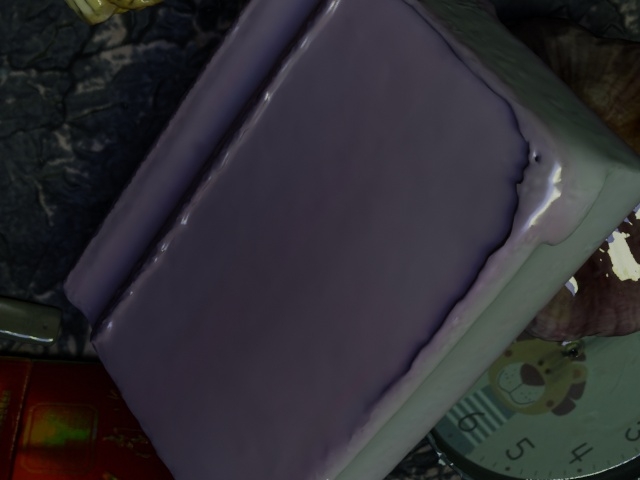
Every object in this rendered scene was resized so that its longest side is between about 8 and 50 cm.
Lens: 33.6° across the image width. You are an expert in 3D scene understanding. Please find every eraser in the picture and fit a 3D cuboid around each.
[{"bbox_3d":[0.000,0.000,0.709,0.122,0.272,0.359,0,136,-51],"label":"eraser"}]

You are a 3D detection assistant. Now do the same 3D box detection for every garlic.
[{"bbox_3d":[0.174,-0.050,0.756,0.244,0.160,0.245,-1,75,3],"label":"garlic"}]

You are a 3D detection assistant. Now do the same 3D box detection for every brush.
[{"bbox_3d":[-0.305,0.054,0.849,0.190,0.027,0.034,12,76,-19],"label":"brush"}]

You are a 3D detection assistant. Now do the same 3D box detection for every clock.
[{"bbox_3d":[0.218,0.094,0.922,0.312,0.061,0.313,-3,115,-6],"label":"clock"}]

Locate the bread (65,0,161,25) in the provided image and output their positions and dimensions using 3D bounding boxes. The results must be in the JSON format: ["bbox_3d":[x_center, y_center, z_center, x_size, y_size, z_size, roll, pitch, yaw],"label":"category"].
[{"bbox_3d":[-0.079,-0.247,0.660,0.250,0.179,0.133,-29,112,5],"label":"bread"}]

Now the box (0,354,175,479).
[{"bbox_3d":[-0.173,0.186,0.828,0.313,0.197,0.089,4,124,-10],"label":"box"}]
